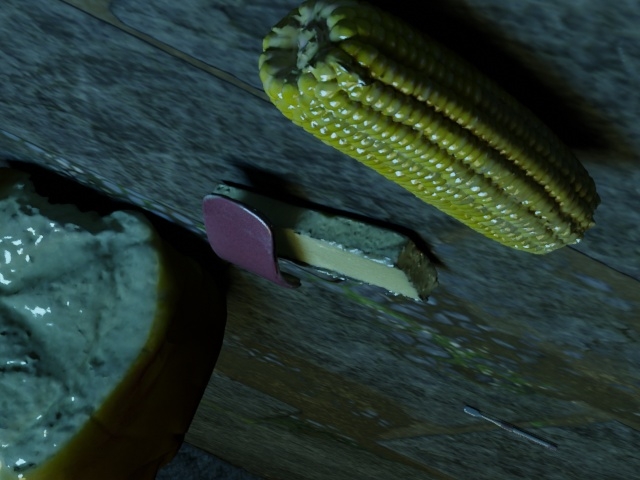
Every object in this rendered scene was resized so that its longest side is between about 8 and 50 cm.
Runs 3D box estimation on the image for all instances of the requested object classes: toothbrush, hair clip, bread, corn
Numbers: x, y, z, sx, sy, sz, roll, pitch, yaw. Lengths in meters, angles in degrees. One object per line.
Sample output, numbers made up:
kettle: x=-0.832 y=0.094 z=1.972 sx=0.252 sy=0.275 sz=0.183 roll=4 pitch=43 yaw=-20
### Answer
toothbrush: x=0.178 y=0.176 z=1.351 sx=0.097 sy=0.006 sz=0.008 roll=24 pitch=167 yaw=-4
hair clip: x=-0.045 y=0.006 z=0.951 sx=0.054 sy=0.022 sz=0.137 roll=25 pitch=165 yaw=15
bread: x=-0.205 y=0.098 z=1.208 sx=0.225 sy=0.250 sz=0.279 roll=27 pitch=172 yaw=13
bread: x=0.000 y=0.000 z=0.951 sx=0.153 sy=0.028 sz=0.068 roll=16 pitch=164 yaw=28
corn: x=0.051 y=-0.048 z=0.635 sx=0.165 sy=0.063 sz=0.085 roll=31 pitch=154 yaw=-34
